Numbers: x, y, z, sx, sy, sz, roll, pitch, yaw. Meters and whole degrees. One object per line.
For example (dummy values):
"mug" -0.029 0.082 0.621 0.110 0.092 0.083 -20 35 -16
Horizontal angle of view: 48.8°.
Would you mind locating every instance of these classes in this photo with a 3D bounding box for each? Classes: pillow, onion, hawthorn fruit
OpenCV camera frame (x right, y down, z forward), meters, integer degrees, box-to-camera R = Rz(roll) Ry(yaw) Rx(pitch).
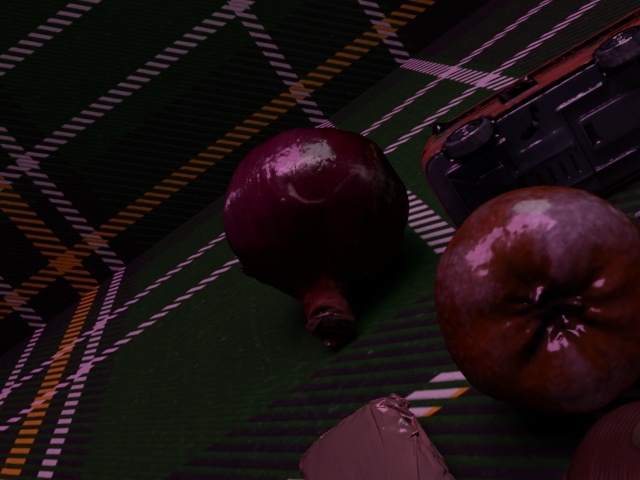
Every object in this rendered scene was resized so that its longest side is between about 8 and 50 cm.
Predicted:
"pillow" 0.058 0.273 0.780 0.173 0.067 0.270 -41 18 2
"onion" 0.000 0.000 1.226 0.348 0.348 0.385 -26 56 28
"hawthorn fruit" 0.240 0.071 0.744 0.231 0.263 0.235 33 79 35

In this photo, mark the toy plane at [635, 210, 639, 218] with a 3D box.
"toy plane" 0.420 -0.047 0.703 0.118 0.252 0.252 -3 23 1

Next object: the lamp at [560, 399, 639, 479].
"lamp" 0.270 0.183 0.455 0.180 0.180 0.258 -50 14 -33

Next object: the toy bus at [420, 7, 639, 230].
"toy bus" 0.373 -0.175 1.084 0.427 0.203 0.233 -30 16 17
